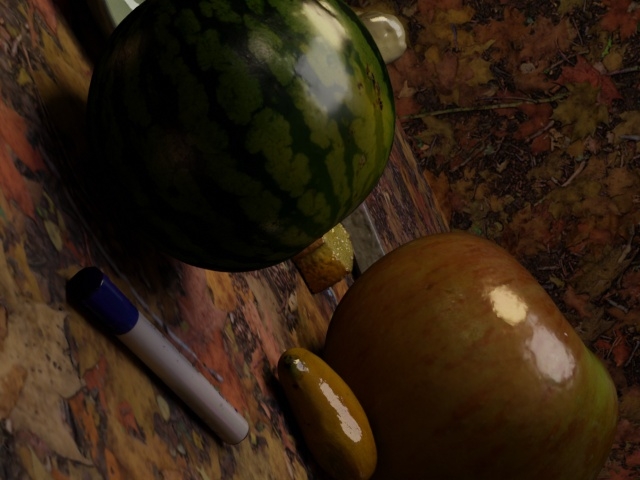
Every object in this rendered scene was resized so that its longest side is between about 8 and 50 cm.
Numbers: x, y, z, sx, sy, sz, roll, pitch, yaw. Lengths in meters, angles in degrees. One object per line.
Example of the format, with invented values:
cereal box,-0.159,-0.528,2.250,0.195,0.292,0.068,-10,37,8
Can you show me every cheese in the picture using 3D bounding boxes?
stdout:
cheese,-0.008,-0.232,1.694,0.093,0.263,0.159,63,-11,-11

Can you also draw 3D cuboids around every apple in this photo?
apple,0.177,0.195,1.568,0.400,0.333,0.400,47,1,-1

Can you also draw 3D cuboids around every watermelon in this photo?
watermelon,-0.071,-0.112,1.127,0.285,0.285,0.285,61,13,-26

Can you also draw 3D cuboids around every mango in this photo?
mango,0.007,0.199,1.396,0.190,0.075,0.098,57,6,-16

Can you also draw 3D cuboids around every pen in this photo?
pen,-0.132,0.107,1.059,0.269,0.033,0.033,55,17,-46

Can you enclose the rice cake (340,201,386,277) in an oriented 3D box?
rice cake,0.030,-0.084,2.031,0.070,0.064,0.399,-58,125,-87

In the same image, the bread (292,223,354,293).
bread,0.000,0.000,1.762,0.103,0.065,0.187,58,13,-14

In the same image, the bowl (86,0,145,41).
bowl,-0.131,-0.313,1.319,0.163,0.307,0.307,24,-31,56
